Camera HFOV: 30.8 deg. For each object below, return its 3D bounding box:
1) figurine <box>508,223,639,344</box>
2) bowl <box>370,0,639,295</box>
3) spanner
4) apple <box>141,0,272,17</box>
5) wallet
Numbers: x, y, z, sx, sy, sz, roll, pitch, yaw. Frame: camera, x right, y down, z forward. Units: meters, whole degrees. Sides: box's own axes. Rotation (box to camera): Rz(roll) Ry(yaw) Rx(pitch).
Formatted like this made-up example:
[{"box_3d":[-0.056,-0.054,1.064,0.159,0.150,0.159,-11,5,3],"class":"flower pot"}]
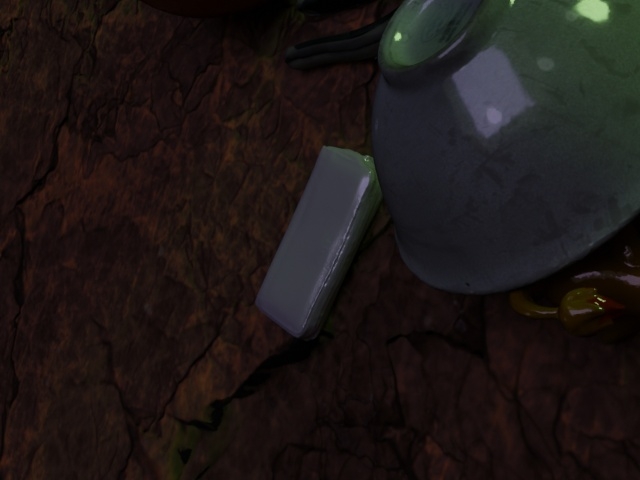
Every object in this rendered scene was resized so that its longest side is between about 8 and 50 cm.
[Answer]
[{"box_3d":[0.215,0.037,0.817,0.176,0.122,0.121,13,118,41],"class":"figurine"},{"box_3d":[0.130,-0.126,0.878,0.313,0.146,0.313,-37,31,27],"class":"bowl"},{"box_3d":[0.082,-0.226,1.117,0.324,0.040,0.096,-4,72,47],"class":"spanner"},{"box_3d":[-0.125,-0.363,1.269,0.272,0.206,0.252,-6,61,42],"class":"apple"},{"box_3d":[0.000,0.000,1.124,0.095,0.033,0.190,34,101,46],"class":"wallet"}]
